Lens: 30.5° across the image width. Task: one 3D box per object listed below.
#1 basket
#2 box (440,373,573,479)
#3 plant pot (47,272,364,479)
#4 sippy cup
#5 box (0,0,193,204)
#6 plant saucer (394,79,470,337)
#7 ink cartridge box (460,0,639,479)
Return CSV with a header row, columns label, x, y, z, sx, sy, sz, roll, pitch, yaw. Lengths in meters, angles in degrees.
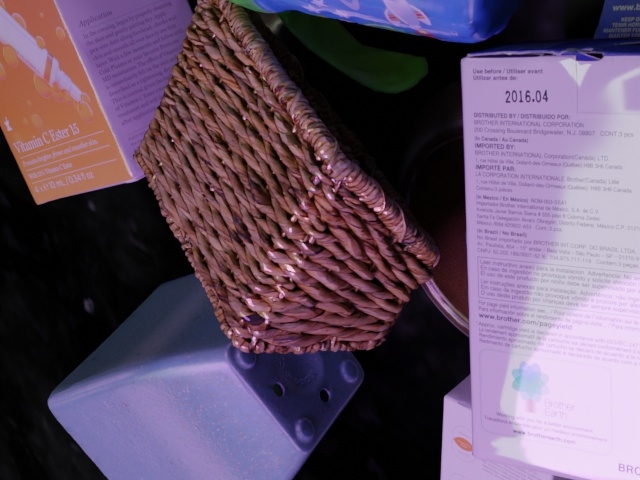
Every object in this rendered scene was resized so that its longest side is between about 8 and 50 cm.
label,x,y,z,sx,sy,sz,roll,pitch,yaw
basket,-0.007,-0.072,1.083,0.299,0.213,0.223,57,132,39
box,0.200,0.227,1.197,0.130,0.091,0.171,24,130,34
plant pot,-0.100,0.172,1.336,0.252,0.248,0.247,-25,106,44
sippy cup,0.059,-0.267,0.937,0.224,0.305,0.240,24,86,20
box,-0.274,-0.239,1.315,0.215,0.168,0.345,-10,107,48
plant saucer,0.183,-0.003,1.102,0.310,0.050,0.311,23,129,33
ink cartridge box,0.257,-0.016,0.883,0.270,0.151,0.396,6,107,36
